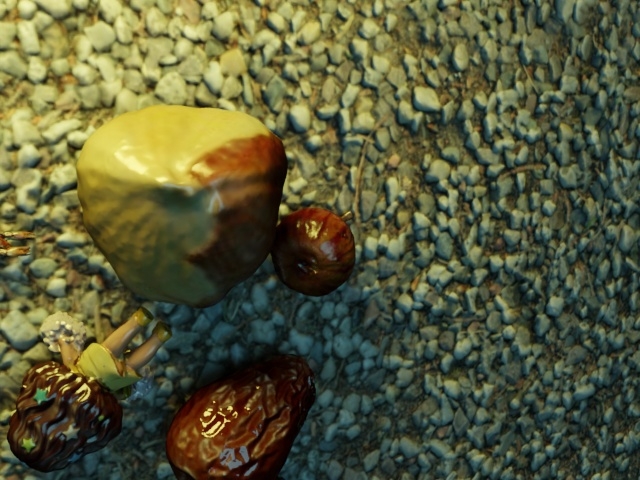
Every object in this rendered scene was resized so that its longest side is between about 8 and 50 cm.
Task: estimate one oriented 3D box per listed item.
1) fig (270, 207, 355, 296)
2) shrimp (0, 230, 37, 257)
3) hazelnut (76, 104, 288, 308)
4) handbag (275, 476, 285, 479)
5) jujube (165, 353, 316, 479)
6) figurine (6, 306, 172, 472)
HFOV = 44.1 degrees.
[{"bbox_3d":[-0.007,0.001,1.116,0.128,0.128,0.150,24,63,-28],"label":"fig"},{"bbox_3d":[-0.393,0.006,0.965,0.092,0.038,0.029,-4,145,-26],"label":"shrimp"},{"bbox_3d":[-0.166,-0.053,0.954,0.261,0.241,0.261,0,99,1],"label":"hazelnut"},{"bbox_3d":[-0.091,0.405,1.191,0.111,0.047,0.072,-42,114,-16],"label":"handbag"},{"bbox_3d":[-0.103,0.258,1.105,0.236,0.168,0.168,-41,116,-30],"label":"jujube"},{"bbox_3d":[-0.294,0.185,1.006,0.240,0.116,0.175,-50,117,-10],"label":"figurine"}]
